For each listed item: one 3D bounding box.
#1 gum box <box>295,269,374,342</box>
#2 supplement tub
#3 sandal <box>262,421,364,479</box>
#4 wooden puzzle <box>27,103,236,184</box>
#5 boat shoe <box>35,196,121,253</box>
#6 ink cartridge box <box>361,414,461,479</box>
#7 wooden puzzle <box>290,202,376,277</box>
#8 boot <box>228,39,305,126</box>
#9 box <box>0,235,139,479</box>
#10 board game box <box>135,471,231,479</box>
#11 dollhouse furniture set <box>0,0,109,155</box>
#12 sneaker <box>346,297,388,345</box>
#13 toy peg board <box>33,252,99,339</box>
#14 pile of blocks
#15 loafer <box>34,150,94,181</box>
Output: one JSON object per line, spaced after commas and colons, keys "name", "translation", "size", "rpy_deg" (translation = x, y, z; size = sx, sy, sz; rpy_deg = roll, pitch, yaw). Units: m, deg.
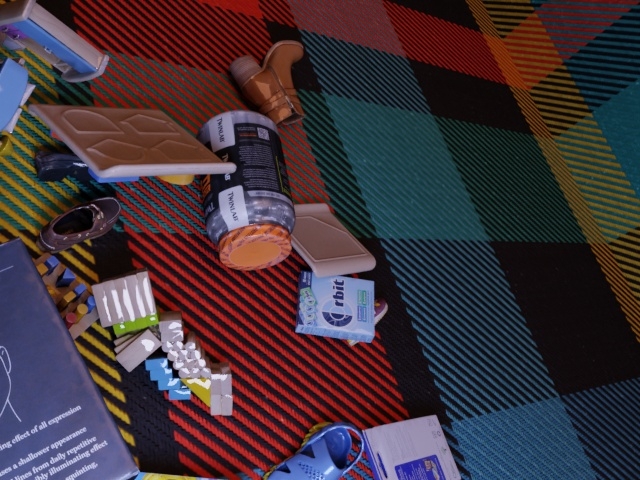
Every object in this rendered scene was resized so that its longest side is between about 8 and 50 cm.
{"name": "gum box", "translation": [0.036, 0.158, 1.748], "size": [0.185, 0.041, 0.156], "rpy_deg": [9, 52, -9]}
{"name": "supplement tub", "translation": [-0.173, -0.115, 1.685], "size": [0.207, 0.207, 0.337], "rpy_deg": [12, 53, -36]}
{"name": "sandal", "translation": [-0.013, 0.465, 1.458], "size": [0.126, 0.138, 0.317], "rpy_deg": [48, 42, -6]}
{"name": "wooden puzzle", "translation": [-0.404, -0.197, 1.551], "size": [0.348, 0.080, 0.322], "rpy_deg": [35, 27, 35]}
{"name": "boat shoe", "translation": [-0.473, -0.039, 1.463], "size": [0.073, 0.073, 0.207], "rpy_deg": [48, 40, -2]}
{"name": "ink cartridge box", "translation": [0.189, 0.490, 1.626], "size": [0.333, 0.065, 0.165], "rpy_deg": [12, 53, -53]}
{"name": "wooden puzzle", "translation": [0.000, 0.000, 1.849], "size": [0.221, 0.044, 0.238], "rpy_deg": [-6, 48, -44]}
{"name": "boot", "translation": [-0.101, -0.445, 2.065], "size": [0.220, 0.109, 0.283], "rpy_deg": [53, 43, 5]}
{"name": "box", "translation": [-0.492, 0.248, 1.063], "size": [0.294, 0.212, 0.395], "rpy_deg": [-25, 79, -26]}
{"name": "board game box", "translation": [-0.254, 0.554, 1.212], "size": [0.302, 0.086, 0.308], "rpy_deg": [17, 51, -33]}
{"name": "dollhouse furniture set", "translation": [-0.625, -0.290, 1.462], "size": [0.198, 0.287, 0.303], "rpy_deg": [37, 65, -48]}
{"name": "sneaker", "translation": [0.103, 0.181, 1.820], "size": [0.084, 0.069, 0.185], "rpy_deg": [49, 39, -3]}
{"name": "toy peg board", "translation": [-0.491, 0.107, 1.334], "size": [0.161, 0.079, 0.160], "rpy_deg": [47, 41, -5]}
{"name": "pile of blocks", "translation": [-0.307, 0.205, 1.429], "size": [0.362, 0.149, 0.112], "rpy_deg": [53, -3, -11]}
{"name": "loafer", "translation": [-0.514, -0.164, 1.528], "size": [0.170, 0.062, 0.061], "rpy_deg": [-4, 59, -45]}
